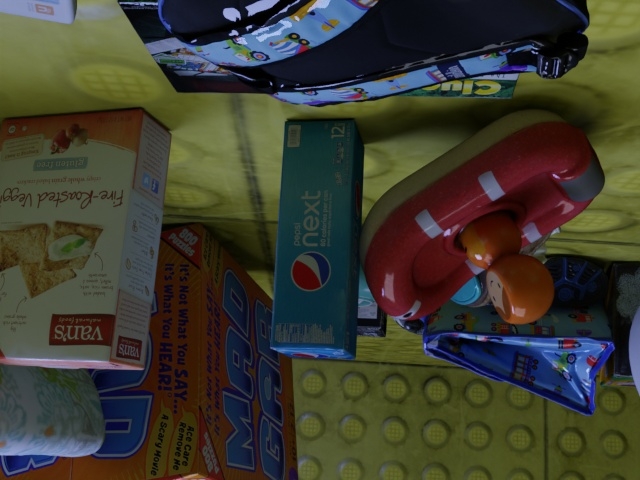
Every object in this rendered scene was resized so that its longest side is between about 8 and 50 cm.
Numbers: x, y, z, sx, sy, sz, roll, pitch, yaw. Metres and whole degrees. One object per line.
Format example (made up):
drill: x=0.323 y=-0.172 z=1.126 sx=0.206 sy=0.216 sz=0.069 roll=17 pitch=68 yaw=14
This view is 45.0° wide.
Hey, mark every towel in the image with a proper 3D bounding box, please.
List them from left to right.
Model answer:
towel: x=-0.394 y=0.068 z=0.855 sx=0.090 sy=0.374 sz=0.320 roll=-35 pitch=162 yaw=2

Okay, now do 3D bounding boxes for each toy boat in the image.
toy boat: x=0.150 y=0.006 z=0.677 sx=0.231 sy=0.151 sz=0.151 roll=-33 pitch=147 yaw=19

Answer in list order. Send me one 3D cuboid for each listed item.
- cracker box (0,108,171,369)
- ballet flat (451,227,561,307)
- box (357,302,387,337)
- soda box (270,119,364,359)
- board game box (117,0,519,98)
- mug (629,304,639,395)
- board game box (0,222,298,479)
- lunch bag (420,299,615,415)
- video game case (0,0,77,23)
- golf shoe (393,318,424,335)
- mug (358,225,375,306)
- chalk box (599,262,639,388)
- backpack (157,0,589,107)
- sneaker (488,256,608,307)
cracker box: x=-0.232 y=0.000 z=0.718 sx=0.155 sy=0.232 sz=0.067 roll=-2 pitch=165 yaw=17
ballet flat: x=0.219 y=0.001 z=0.925 sx=0.124 sy=0.116 sz=0.342 roll=-15 pitch=162 yaw=-1
box: x=0.042 y=0.146 z=1.565 sx=0.180 sy=0.078 sz=0.147 roll=1 pitch=166 yaw=10
soda box: x=0.000 y=0.000 z=0.706 sx=0.067 sy=0.210 sz=0.071 roll=1 pitch=166 yaw=12
board game box: x=0.010 y=-0.138 z=0.529 sx=0.259 sy=0.030 sz=0.136 roll=2 pitch=164 yaw=6
mug: x=0.619 y=0.113 z=0.909 sx=0.374 sy=0.276 sz=0.328 roll=0 pitch=158 yaw=-9
board game box: x=-0.264 y=0.245 z=1.181 sx=0.356 sy=0.356 sz=0.356 roll=-13 pitch=148 yaw=14
lunch bag: x=0.293 y=0.134 z=1.236 sx=0.293 sy=0.138 sz=0.221 roll=12 pitch=-157 yaw=9
video game case: x=-0.229 y=-0.184 z=0.407 sx=0.183 sy=0.023 sz=0.201 roll=7 pitch=166 yaw=-13
golf shoe: x=0.249 y=0.175 z=1.672 sx=0.198 sy=0.077 sz=0.094 roll=18 pitch=172 yaw=-25
mug: x=0.032 y=0.038 z=1.086 sx=0.129 sy=0.097 sz=0.157 roll=-6 pitch=164 yaw=35
chalk box: x=0.591 y=0.139 z=1.194 sx=0.288 sy=0.180 sz=0.179 roll=2 pitch=166 yaw=12
backpack: x=0.017 y=-0.133 z=0.359 sx=0.173 sy=0.117 sz=0.158 roll=-9 pitch=162 yaw=40
sneaker: x=0.331 y=0.057 z=1.180 sx=0.211 sy=0.080 sz=0.081 roll=3 pitch=-171 yaw=1
